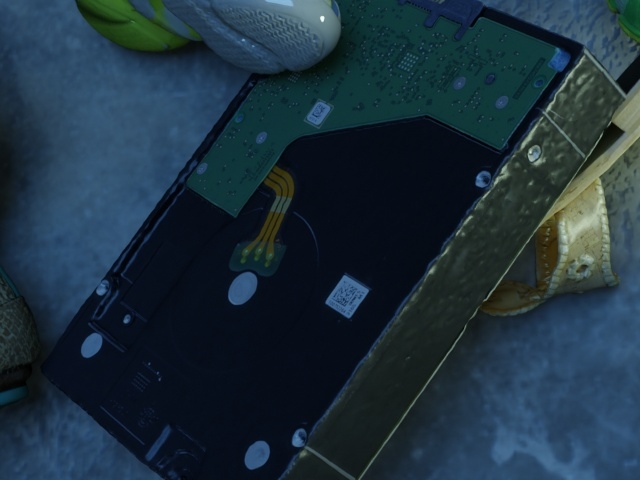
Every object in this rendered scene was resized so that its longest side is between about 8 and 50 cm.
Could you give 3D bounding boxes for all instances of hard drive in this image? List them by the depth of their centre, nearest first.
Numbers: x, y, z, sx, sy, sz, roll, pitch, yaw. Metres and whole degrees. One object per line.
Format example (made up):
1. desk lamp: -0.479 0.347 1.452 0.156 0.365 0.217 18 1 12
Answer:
1. hard drive: 0.000 0.000 1.051 0.237 0.064 0.339 30 84 47

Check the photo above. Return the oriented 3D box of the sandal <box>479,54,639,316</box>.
1. sandal: 0.159 -0.008 1.050 0.079 0.088 0.240 40 98 -5

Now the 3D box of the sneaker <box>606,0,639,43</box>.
1. sneaker: 0.291 -0.232 1.053 0.295 0.123 0.109 -37 70 3

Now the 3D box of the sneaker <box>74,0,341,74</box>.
1. sneaker: -0.060 -0.183 1.119 0.240 0.091 0.126 15 66 44

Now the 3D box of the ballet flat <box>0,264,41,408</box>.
1. ballet flat: -0.417 0.116 1.087 0.483 0.164 0.182 -27 89 -4
